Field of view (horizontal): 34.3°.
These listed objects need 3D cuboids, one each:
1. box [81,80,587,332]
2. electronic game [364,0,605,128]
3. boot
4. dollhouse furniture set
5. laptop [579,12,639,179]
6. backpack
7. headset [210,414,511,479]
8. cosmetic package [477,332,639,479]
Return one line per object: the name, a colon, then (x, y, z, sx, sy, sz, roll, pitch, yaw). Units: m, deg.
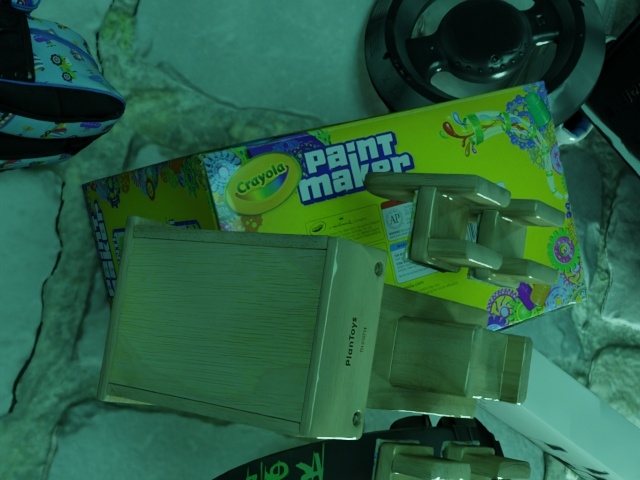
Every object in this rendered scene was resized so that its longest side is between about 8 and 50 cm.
box: (0.000, 0.000, 0.837, 0.289, 0.279, 0.177, -15, 96, -29)
electronic game: (0.156, -0.191, 0.996, 0.229, 0.048, 0.229, -2, 65, 5)
boot: (0.277, -0.196, 1.082, 0.095, 0.123, 0.258, 34, 73, -23)
dollhouse furniture set: (0.015, 0.062, 0.633, 0.242, 0.161, 0.212, 16, 80, -50)
laptop: (0.460, -0.094, 1.166, 0.382, 0.236, 0.408, -46, 153, -22)
backpack: (-0.244, -0.120, 0.785, 0.173, 0.158, 0.117, -1, 70, -42)
headset: (0.071, 0.252, 0.890, 0.394, 0.243, 0.185, 19, 51, -50)
cosmetic package: (0.236, 0.177, 1.060, 0.239, 0.099, 0.060, 36, 72, -22)
